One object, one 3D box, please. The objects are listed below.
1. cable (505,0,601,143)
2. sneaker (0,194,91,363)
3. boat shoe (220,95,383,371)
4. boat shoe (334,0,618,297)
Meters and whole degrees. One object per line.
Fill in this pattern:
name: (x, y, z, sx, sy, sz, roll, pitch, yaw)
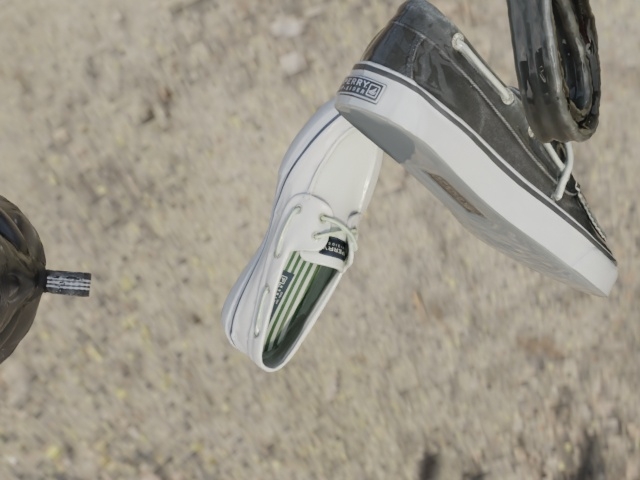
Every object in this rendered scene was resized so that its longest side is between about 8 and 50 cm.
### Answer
cable: (0.106, -0.185, 0.871, 0.072, 0.139, 0.287, -8, 97, 20)
sneaker: (-0.242, 0.023, 0.904, 0.268, 0.153, 0.101, 2, 91, 28)
boat shoe: (0.000, 0.000, 1.465, 0.076, 0.083, 0.226, 47, 119, 52)
boat shoe: (0.130, -0.062, 1.320, 0.113, 0.306, 0.105, 20, 77, 52)
